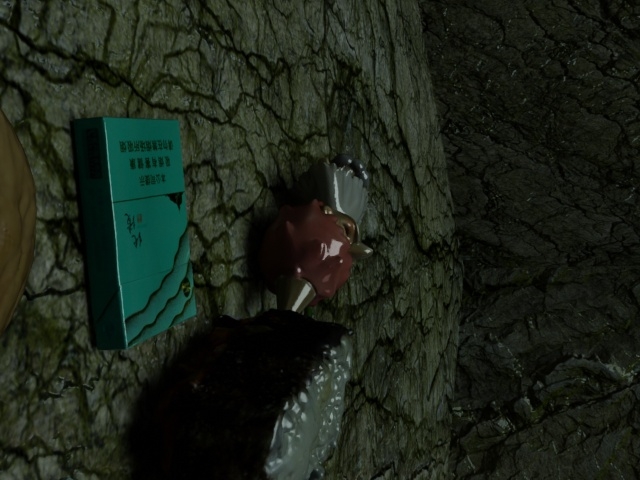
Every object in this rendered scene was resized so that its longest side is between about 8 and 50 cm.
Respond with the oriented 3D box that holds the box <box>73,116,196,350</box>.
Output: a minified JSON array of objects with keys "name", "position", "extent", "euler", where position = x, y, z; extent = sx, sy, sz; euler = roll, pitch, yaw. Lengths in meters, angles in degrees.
[{"name":"box","position":[-0.189,-0.014,0.856],"extent":[0.161,0.042,0.226],"euler":[-21,108,-71]}]

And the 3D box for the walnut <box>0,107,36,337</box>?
[{"name":"walnut","position":[-0.250,-0.006,0.387],"extent":[0.228,0.228,0.227],"euler":[-2,90,-73]}]

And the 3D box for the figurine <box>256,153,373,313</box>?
[{"name":"figurine","position":[0.000,0.000,1.255],"extent":[0.387,0.166,0.207],"euler":[-70,178,-54]}]

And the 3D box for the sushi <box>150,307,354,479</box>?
[{"name":"sushi","position":[-0.080,0.213,0.962],"extent":[0.343,0.182,0.196],"euler":[-43,133,-63]}]

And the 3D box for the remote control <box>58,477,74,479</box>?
[{"name":"remote control","position":[-0.213,0.281,0.774],"extent":[0.162,0.029,0.061],"euler":[61,29,-47]}]

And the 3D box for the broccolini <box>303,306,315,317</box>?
[{"name":"broccolini","position":[-0.010,0.125,1.412],"extent":[0.071,0.058,0.254],"euler":[-40,-148,54]}]
